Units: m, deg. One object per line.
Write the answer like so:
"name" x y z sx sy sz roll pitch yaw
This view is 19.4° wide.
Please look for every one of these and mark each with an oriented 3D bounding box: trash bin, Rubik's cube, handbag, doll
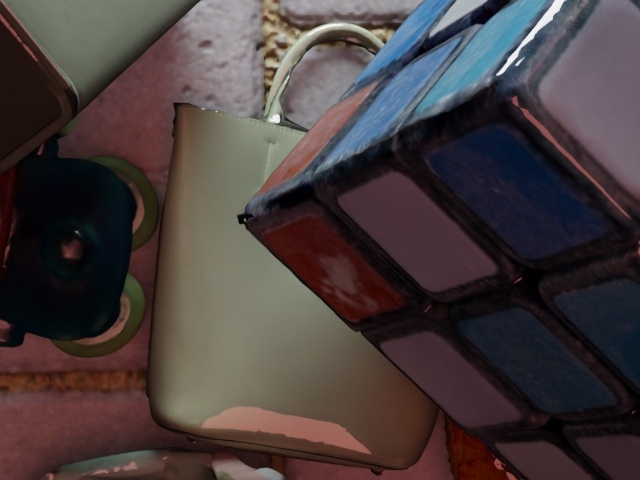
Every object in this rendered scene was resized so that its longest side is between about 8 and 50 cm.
"trash bin" -0.172 -0.183 1.225 0.164 0.240 0.122 50 135 -10
"Rubik's cube" 0.225 -0.050 1.180 0.359 0.362 0.363 41 69 -10
"handbag" 0.000 0.000 1.338 0.241 0.109 0.315 11 92 -8
"doll" -0.267 -0.016 1.267 0.322 0.186 0.198 4 88 -9

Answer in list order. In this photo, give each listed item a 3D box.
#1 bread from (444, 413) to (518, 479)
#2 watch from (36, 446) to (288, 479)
"bread" 0.165 0.098 1.370 0.139 0.095 0.268 9 92 -14
"watch" -0.116 0.264 1.300 0.241 0.161 0.253 -17 59 1
